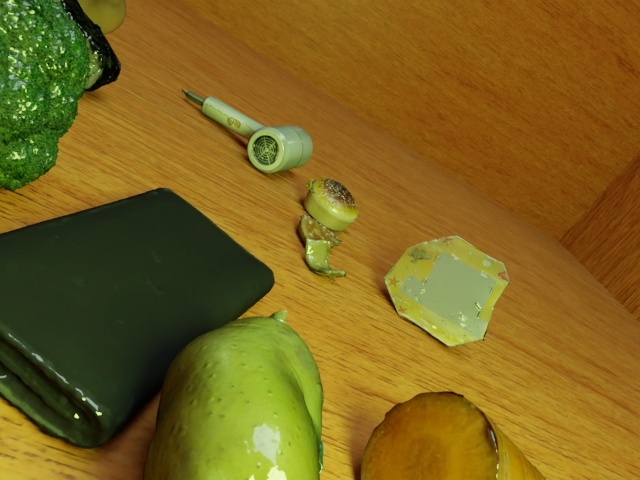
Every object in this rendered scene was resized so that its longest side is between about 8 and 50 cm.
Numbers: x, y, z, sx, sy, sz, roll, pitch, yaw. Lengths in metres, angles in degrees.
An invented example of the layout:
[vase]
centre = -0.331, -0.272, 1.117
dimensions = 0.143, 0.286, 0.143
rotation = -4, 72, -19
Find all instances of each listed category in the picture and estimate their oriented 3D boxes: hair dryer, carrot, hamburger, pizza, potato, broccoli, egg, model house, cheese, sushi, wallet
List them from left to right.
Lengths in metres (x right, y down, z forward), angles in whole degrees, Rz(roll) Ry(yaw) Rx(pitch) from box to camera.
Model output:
[broccoli]
centre = -0.405, -0.196, 0.616
dimensions = 0.283, 0.321, 0.304
rotation = -12, 49, -11
[sushi]
centre = -0.482, -0.369, 1.046
dimensions = 0.212, 0.147, 0.115
rotation = 49, 11, -12
[egg]
centre = -0.552, -0.560, 1.246
dimensions = 0.244, 0.201, 0.201
rotation = 32, 21, -13
[wallet]
centre = -0.209, 0.047, 0.636
dimensions = 0.228, 0.062, 0.406
rotation = 36, 19, 5
[hair dryer]
centre = -0.202, -0.279, 1.351
dimensions = 0.357, 0.107, 0.173
rotation = 30, 18, 12
[potato]
centre = -0.064, 0.161, 0.455
dimensions = 0.143, 0.169, 0.248
rotation = 0, 17, -7
[pizza]
centre = -0.012, -0.001, 1.100
dimensions = 0.100, 0.029, 0.099
rotation = 33, 28, 0
[cheese]
centre = 0.003, 0.035, 1.016
dimensions = 0.060, 0.041, 0.084
rotation = 2, 53, -44
[hamburger]
centre = 0.024, -0.087, 1.258
dimensions = 0.126, 0.081, 0.141
rotation = 20, 26, -35
[model house]
centre = 0.240, 0.107, 1.141
dimensions = 0.219, 0.207, 0.136
rotation = 28, -17, 9
[carrot]
centre = 0.178, 0.276, 0.626
dimensions = 0.225, 0.159, 0.159
rotation = 35, 18, -32
